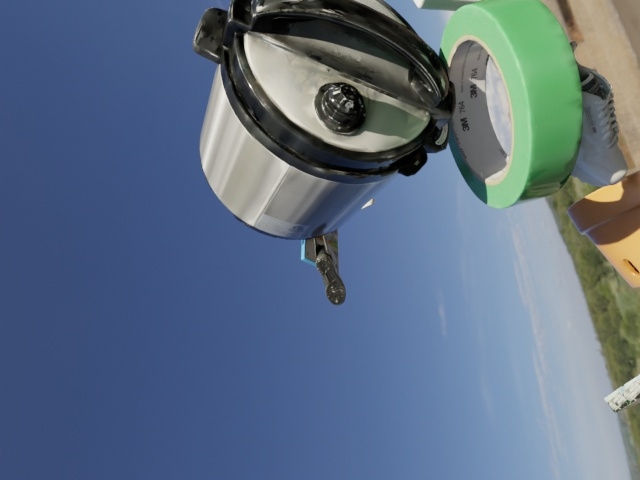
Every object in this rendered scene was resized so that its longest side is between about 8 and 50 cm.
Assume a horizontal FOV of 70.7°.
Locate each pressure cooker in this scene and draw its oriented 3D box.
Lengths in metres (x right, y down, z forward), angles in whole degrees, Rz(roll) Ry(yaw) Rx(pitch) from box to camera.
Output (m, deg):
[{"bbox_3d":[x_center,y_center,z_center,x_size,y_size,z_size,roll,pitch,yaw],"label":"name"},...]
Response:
[{"bbox_3d":[-0.001,-0.224,0.782,0.370,0.420,0.375,-26,-99,-28],"label":"pressure cooker"}]

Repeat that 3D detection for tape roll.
[{"bbox_3d":[0.285,-0.214,0.728,0.321,0.077,0.321,164,90,-89],"label":"tape roll"}]

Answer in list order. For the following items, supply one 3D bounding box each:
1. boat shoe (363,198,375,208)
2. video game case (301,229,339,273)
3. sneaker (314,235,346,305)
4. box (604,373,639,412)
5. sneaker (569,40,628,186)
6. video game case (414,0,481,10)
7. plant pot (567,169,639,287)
[{"bbox_3d":[0.072,-0.106,1.276,0.066,0.184,0.063,-21,-84,-41],"label":"boat shoe"},{"bbox_3d":[0.000,0.000,1.193,0.119,0.015,0.166,26,-133,-32],"label":"video game case"},{"bbox_3d":[0.022,0.068,1.103,0.089,0.051,0.170,-87,-23,-63],"label":"sneaker"},{"bbox_3d":[0.504,0.207,0.666,0.094,0.137,0.027,95,157,-50],"label":"box"},{"bbox_3d":[0.392,-0.178,0.667,0.235,0.095,0.090,45,-120,-11],"label":"sneaker"},{"bbox_3d":[0.221,-0.539,0.869,0.204,0.025,0.285,-9,-118,-22],"label":"video game case"},{"bbox_3d":[0.693,-0.031,0.910,0.291,0.291,0.203,10,-122,-59],"label":"plant pot"}]
